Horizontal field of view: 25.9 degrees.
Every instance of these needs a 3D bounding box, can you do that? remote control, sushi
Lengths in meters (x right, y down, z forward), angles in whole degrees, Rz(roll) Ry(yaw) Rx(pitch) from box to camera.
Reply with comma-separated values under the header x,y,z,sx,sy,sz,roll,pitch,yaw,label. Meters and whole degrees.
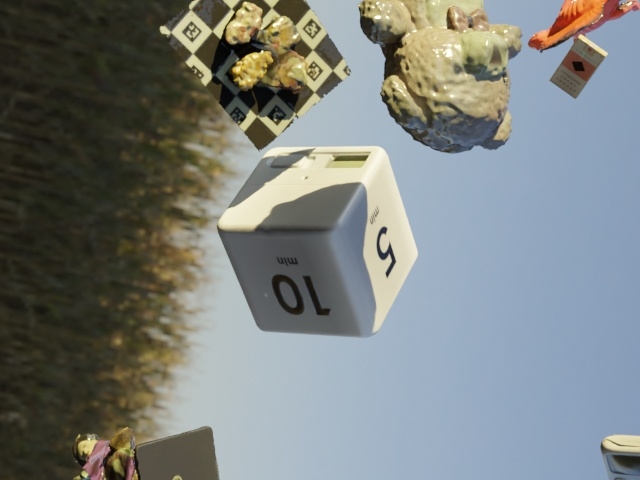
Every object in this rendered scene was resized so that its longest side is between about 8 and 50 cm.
x,y,z,sx,sy,sz,roll,pitch,yaw,label
0.334,0.260,1.432,0.261,0.067,0.029,61,34,-56,remote control
-0.070,-0.248,1.799,0.193,0.210,0.040,-42,-161,-16,sushi

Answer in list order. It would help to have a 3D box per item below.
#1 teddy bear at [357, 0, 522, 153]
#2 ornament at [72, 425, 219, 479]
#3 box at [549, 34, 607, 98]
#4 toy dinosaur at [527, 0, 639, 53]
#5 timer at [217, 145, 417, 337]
x,y,z,sx,sy,sz,roll,pitch,yaw,label
0.135,-0.233,1.599,0.151,0.236,0.267,-42,-130,42,teddy bear
-0.189,0.219,1.325,0.203,0.081,0.088,0,-82,48,ornament
0.349,-0.235,1.883,0.012,0.046,0.083,-44,169,-46,box
0.380,-0.317,1.904,0.286,0.070,0.139,-27,-173,48,toy dinosaur
0.000,0.000,1.916,0.194,0.192,0.195,-58,139,-44,timer
